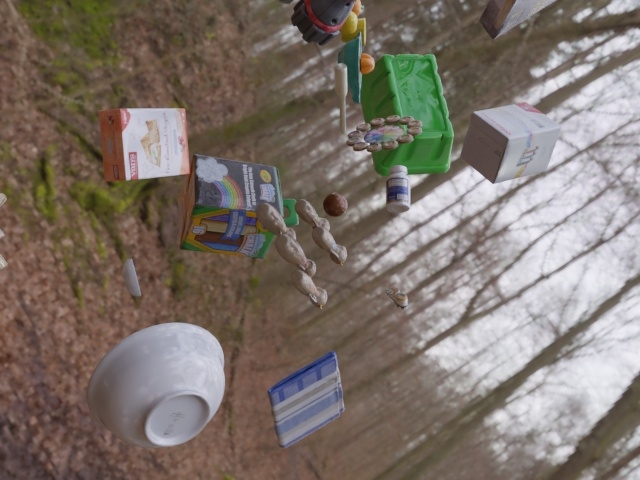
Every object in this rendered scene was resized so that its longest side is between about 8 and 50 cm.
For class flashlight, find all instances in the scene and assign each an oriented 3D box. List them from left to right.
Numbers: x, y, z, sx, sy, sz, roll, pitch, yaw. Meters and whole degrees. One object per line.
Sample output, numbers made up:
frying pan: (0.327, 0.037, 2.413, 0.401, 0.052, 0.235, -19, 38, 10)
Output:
flashlight: (0.068, -0.503, 1.788, 0.304, 0.103, 0.103, -34, -120, 43)

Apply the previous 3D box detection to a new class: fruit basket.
fruit basket: (0.265, -0.357, 2.847, 0.392, 0.283, 0.391, 176, -90, -75)

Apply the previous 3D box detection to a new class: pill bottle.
pill bottle: (0.212, -0.141, 2.510, 0.067, 0.067, 0.120, 106, -13, -70)

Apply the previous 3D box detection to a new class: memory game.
memory game: (0.150, -0.254, 2.164, 0.186, 0.186, 0.012, 37, -32, 55)

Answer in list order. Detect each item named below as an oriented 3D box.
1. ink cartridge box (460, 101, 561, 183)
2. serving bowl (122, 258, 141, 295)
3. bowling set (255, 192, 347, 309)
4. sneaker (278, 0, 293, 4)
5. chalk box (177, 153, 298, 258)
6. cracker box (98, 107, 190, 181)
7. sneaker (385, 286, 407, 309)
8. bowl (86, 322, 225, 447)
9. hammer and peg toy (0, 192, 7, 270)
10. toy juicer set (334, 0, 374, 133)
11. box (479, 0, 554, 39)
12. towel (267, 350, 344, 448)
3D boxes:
ink cartridge box: (0.437, -0.227, 2.125, 0.128, 0.176, 0.127, 47, -42, 39)
serving bowl: (-0.408, 0.082, 1.971, 0.083, 0.027, 0.083, 165, -90, -78)
bowling set: (0.000, 0.000, 2.052, 0.154, 0.200, 0.287, 48, 13, -51)
sneaker: (-0.153, -0.671, 2.068, 0.122, 0.146, 0.330, 114, -31, -47)
chalk box: (-0.201, -0.079, 2.336, 0.179, 0.289, 0.180, 119, -27, -44)
cracker box: (-0.390, -0.217, 2.061, 0.067, 0.232, 0.155, 0, -82, 29)
sneaker: (0.172, 0.133, 2.088, 0.083, 0.032, 0.036, -136, -150, -64)
bowl: (-0.313, 0.323, 1.874, 0.134, 0.298, 0.297, 49, -18, 46)
hammer and peg toy: (-0.701, 0.062, 1.699, 0.361, 0.266, 0.127, -25, -74, 34)
toy juicer set: (0.085, -0.449, 2.223, 0.209, 0.090, 0.328, 82, 11, -63)
box: (0.425, -0.508, 1.815, 0.056, 0.183, 0.231, 55, -10, 8)
towel: (-0.035, 0.414, 2.371, 0.034, 0.209, 0.285, 48, -22, 36)
